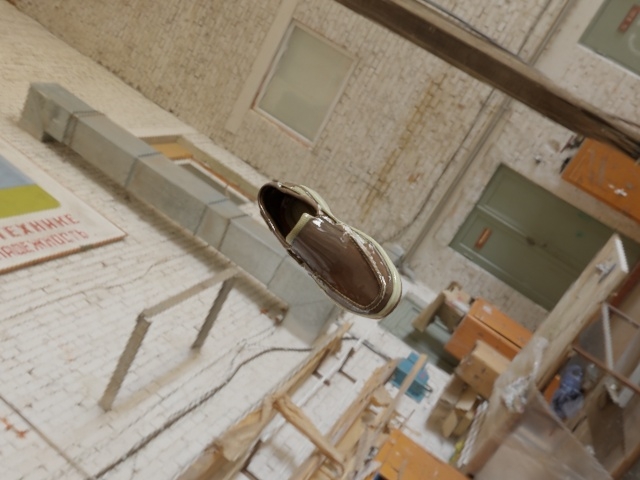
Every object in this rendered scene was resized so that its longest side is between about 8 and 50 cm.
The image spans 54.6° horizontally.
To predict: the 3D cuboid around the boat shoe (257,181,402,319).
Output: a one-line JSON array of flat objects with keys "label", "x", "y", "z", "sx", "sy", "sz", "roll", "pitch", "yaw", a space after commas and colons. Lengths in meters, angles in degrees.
[{"label": "boat shoe", "x": -0.005, "y": 0.007, "z": 0.786, "sx": 0.095, "sy": 0.257, "sz": 0.095, "roll": 23, "pitch": -76, "yaw": -46}]
